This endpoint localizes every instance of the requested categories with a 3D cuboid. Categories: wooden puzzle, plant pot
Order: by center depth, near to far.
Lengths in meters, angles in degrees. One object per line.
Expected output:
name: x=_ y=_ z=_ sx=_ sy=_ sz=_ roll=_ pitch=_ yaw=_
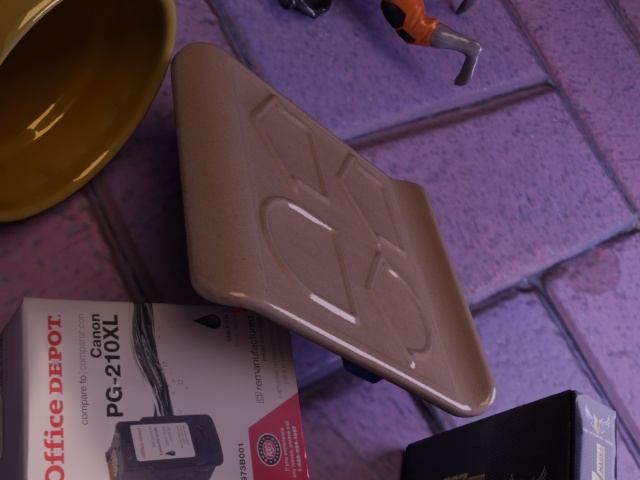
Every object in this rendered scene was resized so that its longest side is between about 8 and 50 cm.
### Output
plant pot: x=-0.294 y=-0.183 z=0.749 sx=0.239 sy=0.254 sz=0.254 roll=37 pitch=50 yaw=12
wooden puzzle: x=0.000 y=0.000 z=0.842 sx=0.348 sy=0.080 sz=0.322 roll=28 pitch=34 yaw=-37

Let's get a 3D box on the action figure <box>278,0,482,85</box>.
action figure: x=0.097 y=-0.400 z=1.129 sx=0.330 sy=0.178 sz=0.341 roll=34 pitch=54 yaw=-23

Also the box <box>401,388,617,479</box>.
box: x=0.154 y=0.250 z=0.771 sx=0.059 sy=0.233 sz=0.183 roll=29 pitch=54 yaw=-22

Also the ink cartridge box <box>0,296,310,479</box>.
ink cartridge box: x=-0.142 y=0.147 z=0.735 sx=0.237 sy=0.100 sz=0.172 roll=5 pitch=62 yaw=-29
